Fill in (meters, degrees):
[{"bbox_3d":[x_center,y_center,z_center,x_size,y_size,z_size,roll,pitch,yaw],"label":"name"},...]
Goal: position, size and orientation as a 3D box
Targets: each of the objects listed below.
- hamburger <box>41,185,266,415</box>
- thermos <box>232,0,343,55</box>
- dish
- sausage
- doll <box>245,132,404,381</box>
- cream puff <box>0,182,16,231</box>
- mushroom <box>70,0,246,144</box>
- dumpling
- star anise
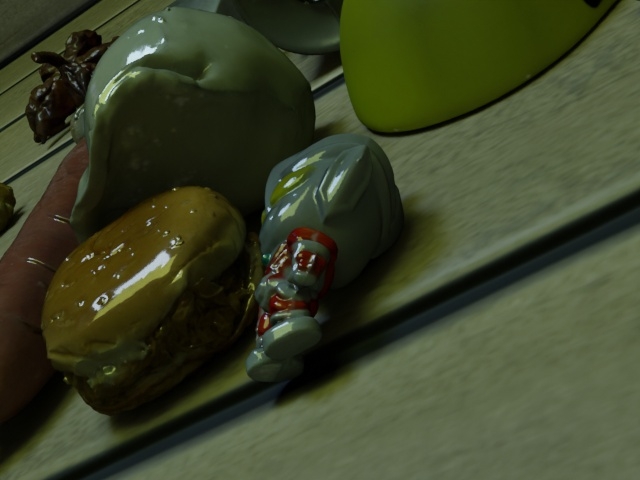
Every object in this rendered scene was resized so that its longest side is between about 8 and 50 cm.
[{"bbox_3d":[-0.097,0.030,0.739,0.138,0.083,0.147,-31,23,3],"label":"hamburger"},{"bbox_3d":[0.007,-0.263,1.173,0.176,0.146,0.265,-57,2,23],"label":"thermos"},{"bbox_3d":[0.110,-0.194,0.855,0.262,0.108,0.221,-43,21,-16],"label":"dish"},{"bbox_3d":[-0.194,0.010,0.950,0.087,0.088,0.433,-30,22,20],"label":"sausage"},{"bbox_3d":[0.000,0.000,0.665,0.180,0.079,0.094,-68,3,-47],"label":"doll"},{"bbox_3d":[-0.378,-0.037,1.412,0.083,0.058,0.083,-26,23,33],"label":"cream puff"},{"bbox_3d":[-0.175,-0.154,1.276,0.270,0.103,0.118,-30,20,35],"label":"mushroom"},{"bbox_3d":[-0.097,-0.062,0.865,0.193,0.147,0.258,-53,-13,13],"label":"dumpling"},{"bbox_3d":[-0.331,-0.222,1.707,0.196,0.111,0.212,-41,12,-33],"label":"star anise"}]
